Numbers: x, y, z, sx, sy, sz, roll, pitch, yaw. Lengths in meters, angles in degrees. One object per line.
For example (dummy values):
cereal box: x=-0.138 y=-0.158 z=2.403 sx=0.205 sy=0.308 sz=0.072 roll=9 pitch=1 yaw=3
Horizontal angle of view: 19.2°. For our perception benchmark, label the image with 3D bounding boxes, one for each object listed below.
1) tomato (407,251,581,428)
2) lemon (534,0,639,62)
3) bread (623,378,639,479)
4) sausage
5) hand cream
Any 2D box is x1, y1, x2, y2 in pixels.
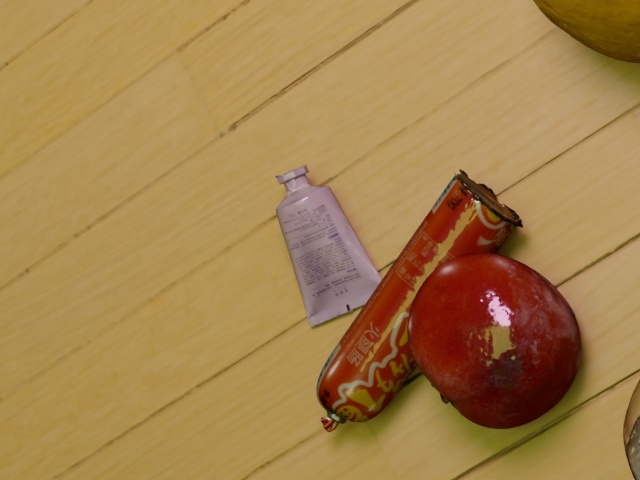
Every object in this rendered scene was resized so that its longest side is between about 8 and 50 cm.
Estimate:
tomato: x=0.147 y=0.091 z=1.602 sx=0.139 sy=0.091 sz=0.159 roll=-39 pitch=98 yaw=11
lemon: x=0.268 y=-0.263 z=1.539 sx=0.240 sy=0.219 sz=0.240 roll=-3 pitch=85 yaw=30
bread: x=0.355 y=0.109 z=1.504 sx=0.260 sy=0.156 sz=0.158 roll=-44 pitch=93 yaw=7
sausage: x=0.077 y=0.065 z=1.683 sx=0.083 sy=0.083 sz=0.264 roll=40 pitch=104 yaw=23
hand cream: x=0.000 y=0.000 z=1.744 sx=0.084 sy=0.053 sz=0.142 roll=-23 pitch=91 yaw=23
